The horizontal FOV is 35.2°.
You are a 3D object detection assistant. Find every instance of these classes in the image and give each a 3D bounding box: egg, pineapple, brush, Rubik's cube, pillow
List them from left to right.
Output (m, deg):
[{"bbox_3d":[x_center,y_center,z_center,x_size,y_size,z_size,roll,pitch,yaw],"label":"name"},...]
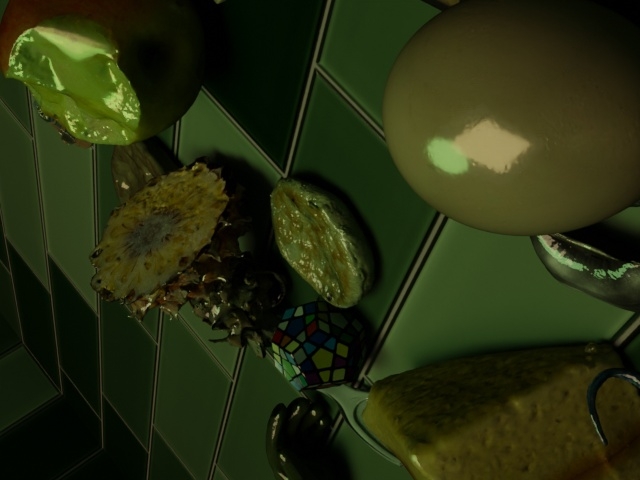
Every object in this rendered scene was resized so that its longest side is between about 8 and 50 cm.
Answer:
[{"bbox_3d":[-0.146,0.056,1.443,0.262,0.262,0.272,21,160,49],"label":"pineapple"},{"bbox_3d":[-0.001,0.142,1.353,0.133,0.133,0.112,23,165,48],"label":"Rubik's cube"},{"bbox_3d":[0.056,0.238,1.435,0.296,0.068,0.060,33,170,41],"label":"brush"},{"bbox_3d":[0.156,-0.095,0.762,0.241,0.186,0.186,11,129,43],"label":"egg"},{"bbox_3d":[0.245,0.025,0.886,0.135,0.055,0.091,31,145,43],"label":"pillow"}]

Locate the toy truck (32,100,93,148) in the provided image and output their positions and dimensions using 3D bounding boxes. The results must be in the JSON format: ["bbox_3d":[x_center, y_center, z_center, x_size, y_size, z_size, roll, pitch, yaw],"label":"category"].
[{"bbox_3d":[-0.340,-0.228,1.529,0.140,0.108,0.256,43,150,-3],"label":"toy truck"}]

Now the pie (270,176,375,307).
[{"bbox_3d":[0.000,0.000,1.279,0.187,0.041,0.187,40,149,30],"label":"pie"}]

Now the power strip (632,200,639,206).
[{"bbox_3d":[0.244,-0.047,0.832,0.111,0.038,0.029,1,119,57],"label":"power strip"}]

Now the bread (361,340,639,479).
[{"bbox_3d":[0.202,0.225,1.134,0.233,0.244,0.361,60,177,-10],"label":"bread"}]

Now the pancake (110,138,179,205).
[{"bbox_3d":[-0.250,-0.044,1.636,0.294,0.049,0.295,43,151,31],"label":"pancake"}]

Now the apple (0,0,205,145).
[{"bbox_3d":[-0.261,-0.231,1.237,0.226,0.246,0.246,29,142,35],"label":"apple"}]

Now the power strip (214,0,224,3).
[{"bbox_3d":[-0.104,-0.314,1.122,0.056,0.032,0.123,58,154,1],"label":"power strip"}]

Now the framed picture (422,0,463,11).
[{"bbox_3d":[0.013,-0.370,0.891,0.347,0.016,0.265,38,148,33],"label":"framed picture"}]

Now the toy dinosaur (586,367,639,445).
[{"bbox_3d":[0.377,0.205,0.777,0.363,0.147,0.076,48,150,33],"label":"toy dinosaur"}]

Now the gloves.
[{"bbox_3d":[-0.021,0.359,1.625,0.107,0.135,0.268,-9,122,15],"label":"gloves"}]
